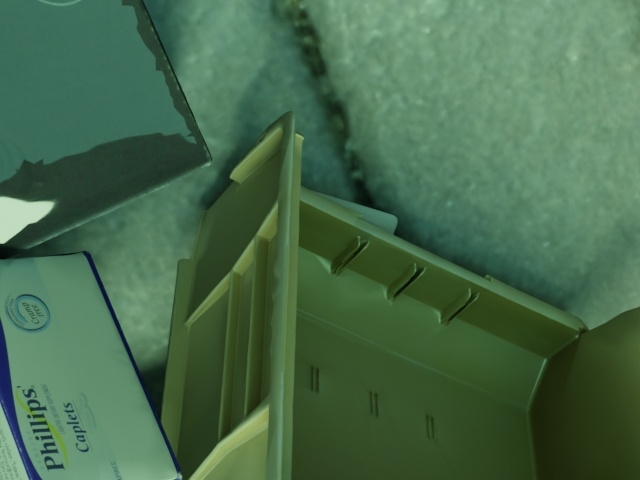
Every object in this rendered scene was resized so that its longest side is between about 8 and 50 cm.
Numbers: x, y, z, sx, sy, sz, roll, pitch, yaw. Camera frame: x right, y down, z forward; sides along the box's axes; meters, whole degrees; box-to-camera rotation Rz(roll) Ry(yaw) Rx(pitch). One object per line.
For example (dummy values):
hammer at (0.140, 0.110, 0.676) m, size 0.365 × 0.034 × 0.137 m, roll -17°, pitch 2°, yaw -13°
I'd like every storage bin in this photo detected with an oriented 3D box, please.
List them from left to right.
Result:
storage bin at (0.061, 0.097, 0.670) m, size 0.262 × 0.260 × 0.123 m, roll 25°, pitch 133°, yaw -23°

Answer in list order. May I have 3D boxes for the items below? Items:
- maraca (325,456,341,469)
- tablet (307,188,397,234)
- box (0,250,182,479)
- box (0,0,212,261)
maraca at (-0.025, 0.199, 0.674) m, size 0.127 × 0.099 × 0.185 m, roll 21°, pitch 70°, yaw -33°
tablet at (0.000, 0.000, 0.773) m, size 0.083 × 0.006 × 0.054 m, roll 16°, pitch 102°, yaw -18°
box at (-0.140, 0.095, 0.610) m, size 0.072 × 0.126 × 0.137 m, roll -7°, pitch 148°, yaw -38°
box at (-0.183, -0.134, 0.609) m, size 0.165 × 0.143 × 0.270 m, roll -26°, pitch 112°, yaw -6°
